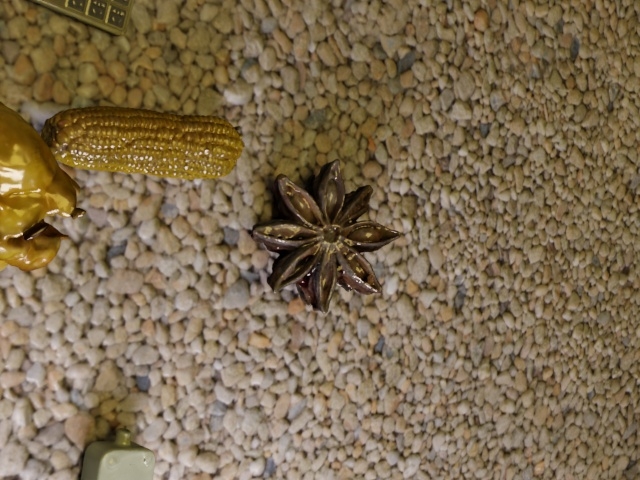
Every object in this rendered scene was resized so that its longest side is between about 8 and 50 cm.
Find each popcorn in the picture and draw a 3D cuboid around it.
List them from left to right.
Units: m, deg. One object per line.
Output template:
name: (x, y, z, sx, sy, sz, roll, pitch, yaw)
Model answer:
popcorn: (-0.401, -0.056, 1.156, 0.190, 0.191, 0.253, -48, 129, -13)

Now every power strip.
power strip: (-0.321, -0.329, 1.293, 0.169, 0.028, 0.076, 16, 86, -40)
power strip: (-0.304, 0.451, 1.375, 0.091, 0.062, 0.385, 9, 90, -40)

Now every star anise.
star anise: (0.001, 0.000, 1.554, 0.236, 0.109, 0.223, -18, 84, -23)

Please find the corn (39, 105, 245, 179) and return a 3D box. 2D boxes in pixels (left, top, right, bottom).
corn: (-0.238, -0.130, 1.338, 0.292, 0.101, 0.101, -2, 96, -41)
